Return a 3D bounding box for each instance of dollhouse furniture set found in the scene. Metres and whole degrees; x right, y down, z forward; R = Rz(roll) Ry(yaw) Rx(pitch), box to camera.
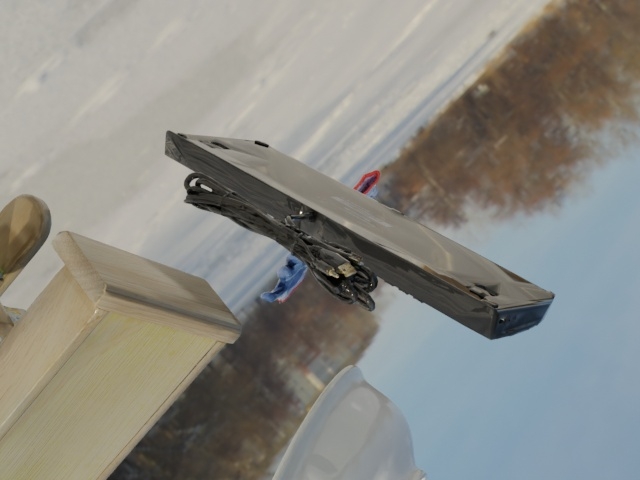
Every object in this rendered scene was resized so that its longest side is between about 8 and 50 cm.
[{"bbox_3d":[-0.185,0.016,0.565,0.161,0.242,0.212,-48,149,10],"label":"dollhouse furniture set"}]

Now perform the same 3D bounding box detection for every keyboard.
[{"bbox_3d":[0.003,-0.009,0.766,0.201,0.317,0.033,-1,115,-54],"label":"keyboard"}]

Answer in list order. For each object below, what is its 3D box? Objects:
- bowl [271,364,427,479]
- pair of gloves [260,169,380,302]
[{"bbox_3d":[0.036,0.306,1.235,0.298,0.134,0.298,-58,163,-31],"label":"bowl"},{"bbox_3d":[0.000,0.000,1.194,0.198,0.023,0.159,-47,174,-16],"label":"pair of gloves"}]
